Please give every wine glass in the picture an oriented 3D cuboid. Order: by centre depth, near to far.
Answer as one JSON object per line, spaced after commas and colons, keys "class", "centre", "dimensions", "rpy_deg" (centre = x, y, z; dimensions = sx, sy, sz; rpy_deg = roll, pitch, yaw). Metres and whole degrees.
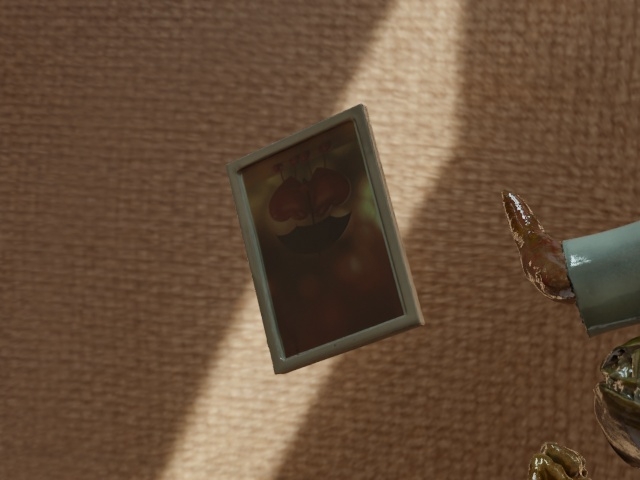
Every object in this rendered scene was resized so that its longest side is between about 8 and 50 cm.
{"class": "wine glass", "centre": [0.323, 0.013, 1.056], "dimensions": [0.231, 0.103, 0.103], "rpy_deg": [-16, 86, 11]}

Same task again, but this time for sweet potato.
{"class": "sweet potato", "centre": [0.258, 0.020, 1.444], "dimensions": [0.058, 0.255, 0.078], "rpy_deg": [-25, 116, 2]}

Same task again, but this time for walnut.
{"class": "walnut", "centre": [0.275, 0.319, 1.472], "dimensions": [0.069, 0.143, 0.170], "rpy_deg": [10, 113, 28]}

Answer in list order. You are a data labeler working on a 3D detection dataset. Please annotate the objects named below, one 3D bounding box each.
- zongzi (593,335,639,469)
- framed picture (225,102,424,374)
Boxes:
{"class": "zongzi", "centre": [0.318, 0.188, 0.909], "dimensions": [0.286, 0.134, 0.288], "rpy_deg": [-15, 51, 44]}
{"class": "framed picture", "centre": [0.000, 0.000, 1.579], "dimensions": [0.211, 0.020, 0.289], "rpy_deg": [-22, 72, 26]}
